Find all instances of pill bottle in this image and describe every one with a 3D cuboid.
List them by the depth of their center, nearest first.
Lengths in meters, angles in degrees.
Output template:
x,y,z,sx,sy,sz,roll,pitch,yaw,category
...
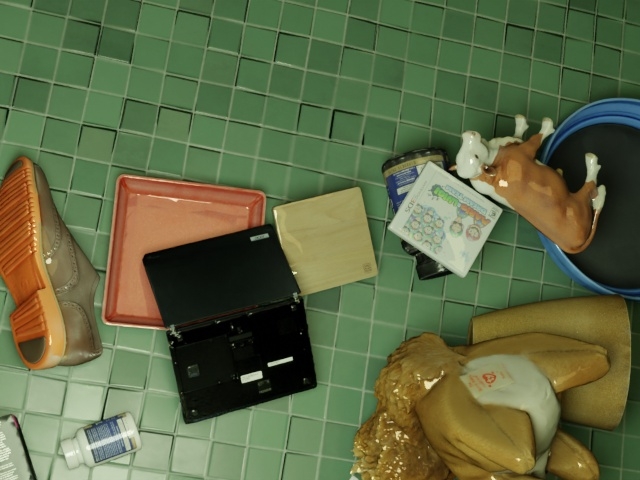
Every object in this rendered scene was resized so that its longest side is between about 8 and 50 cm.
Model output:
x,y,z,sx,sy,sz,roll,pitch,yaw,category
-0.354,0.326,1.749,0.120,0.067,0.067,-18,83,-16,pill bottle
0.192,-0.046,1.928,0.123,0.123,0.219,-11,81,-15,pill bottle

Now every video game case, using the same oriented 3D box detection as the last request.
x,y,z,sx,sy,sz,roll,pitch,yaw,category
0.214,-0.037,1.856,0.157,0.019,0.143,33,73,-5,video game case

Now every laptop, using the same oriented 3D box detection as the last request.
x,y,z,sx,sy,sz,roll,pitch,yaw,category
-0.152,0.137,1.817,0.234,0.136,0.264,-14,108,-15,laptop

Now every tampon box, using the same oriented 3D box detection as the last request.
x,y,z,sx,sy,sz,roll,pitch,yaw,category
-0.497,0.361,1.679,0.101,0.120,0.161,-18,83,-16,tampon box

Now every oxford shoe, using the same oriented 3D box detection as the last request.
x,y,z,sx,sy,sz,roll,pitch,yaw,category
-0.445,0.036,1.782,0.133,0.130,0.363,4,67,-46,oxford shoe

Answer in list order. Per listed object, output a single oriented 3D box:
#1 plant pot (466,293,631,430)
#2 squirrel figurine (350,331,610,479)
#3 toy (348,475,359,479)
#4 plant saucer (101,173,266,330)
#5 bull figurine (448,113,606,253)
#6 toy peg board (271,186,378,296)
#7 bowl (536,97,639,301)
x,y,z,sx,sy,sz,roll,pitch,yaw,category
0.385,0.200,1.888,0.254,0.237,0.237,5,77,3,plant pot
0.256,0.351,1.782,0.397,0.370,0.281,13,41,29,squirrel figurine
0.037,0.528,1.805,0.137,0.056,0.237,43,72,-3,toy
-0.231,0.030,1.852,0.258,0.048,0.259,6,76,-12,plant saucer
0.372,-0.113,1.912,0.310,0.101,0.188,40,71,-13,bull figurine
0.000,0.000,1.909,0.161,0.079,0.160,-14,98,-15,toy peg board
0.578,-0.074,2.050,0.391,0.077,0.391,3,77,-13,bowl
